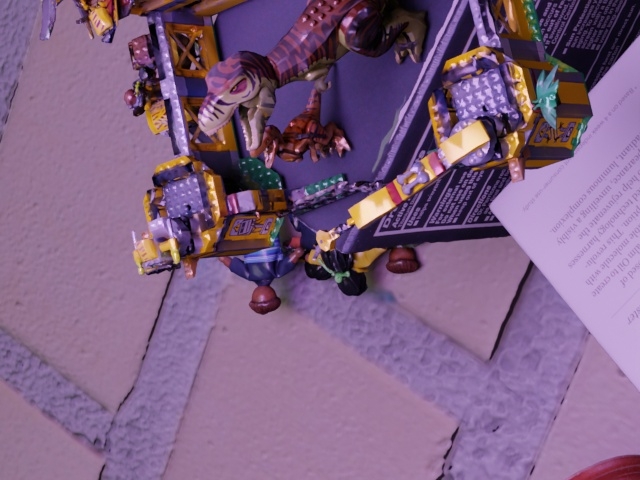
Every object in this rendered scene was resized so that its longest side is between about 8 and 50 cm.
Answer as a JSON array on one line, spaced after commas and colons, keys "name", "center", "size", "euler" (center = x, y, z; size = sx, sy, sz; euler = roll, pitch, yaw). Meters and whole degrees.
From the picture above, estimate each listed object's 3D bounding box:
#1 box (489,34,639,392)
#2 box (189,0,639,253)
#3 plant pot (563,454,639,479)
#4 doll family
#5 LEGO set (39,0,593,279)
[{"name": "box", "center": [0.311, 0.028, 0.948], "size": [0.215, 0.168, 0.345], "euler": [-50, 63, 29]}, {"name": "box", "center": [0.102, -0.165, 1.020], "size": [0.182, 0.294, 0.296], "euler": [38, 114, 30]}, {"name": "plant pot", "center": [0.230, 0.319, 0.944], "size": [0.265, 0.272, 0.272], "euler": [36, 115, 39]}, {"name": "doll family", "center": [0.000, 0.000, 1.258], "size": [0.193, 0.076, 0.111], "euler": [-6, 94, 43]}, {"name": "LEGO set", "center": [-0.037, -0.111, 0.822], "size": [0.331, 0.192, 0.255], "euler": [-7, 89, 39]}]
